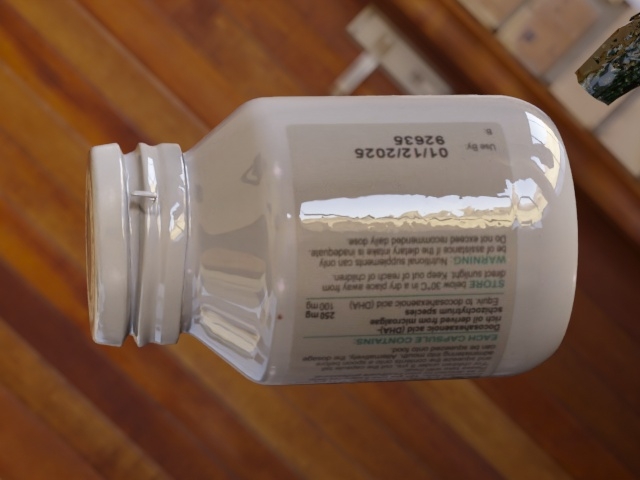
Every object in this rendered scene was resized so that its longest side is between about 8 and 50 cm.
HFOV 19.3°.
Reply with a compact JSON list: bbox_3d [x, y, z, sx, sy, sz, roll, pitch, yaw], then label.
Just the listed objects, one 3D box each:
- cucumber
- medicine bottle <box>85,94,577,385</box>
[{"bbox_3d":[0.262,-0.172,1.181,0.256,0.044,0.043,-42,-8,30],"label":"cucumber"},{"bbox_3d":[0.000,0.000,0.879,0.135,0.215,0.135,179,90,-81],"label":"medicine bottle"}]
